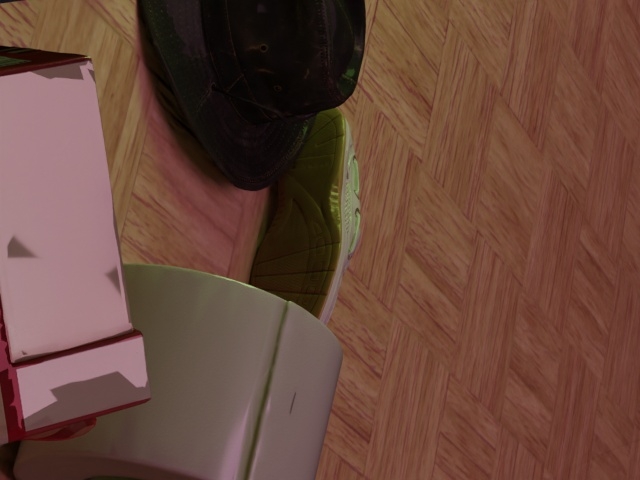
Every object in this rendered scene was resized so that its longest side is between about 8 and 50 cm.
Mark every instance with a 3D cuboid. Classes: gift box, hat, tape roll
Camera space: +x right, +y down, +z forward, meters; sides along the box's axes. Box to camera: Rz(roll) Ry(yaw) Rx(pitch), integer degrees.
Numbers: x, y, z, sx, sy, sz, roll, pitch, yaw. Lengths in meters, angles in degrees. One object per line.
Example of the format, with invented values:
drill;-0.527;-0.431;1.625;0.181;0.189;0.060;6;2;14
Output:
gift box;-0.265;0.016;1.255;0.255;0.276;0.258;-12;102;-23
hat;-0.033;-0.213;1.879;0.331;0.134;0.331;8;81;-61
tape roll;-0.116;0.145;1.615;0.246;0.246;0.169;51;46;-53

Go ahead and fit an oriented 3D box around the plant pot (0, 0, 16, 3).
plant pot;-0.226;-0.310;1.392;0.212;0.236;0.236;-54;137;-58

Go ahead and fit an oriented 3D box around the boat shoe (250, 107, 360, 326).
boat shoe;0.000;0.000;2.014;0.096;0.098;0.277;47;49;-54
